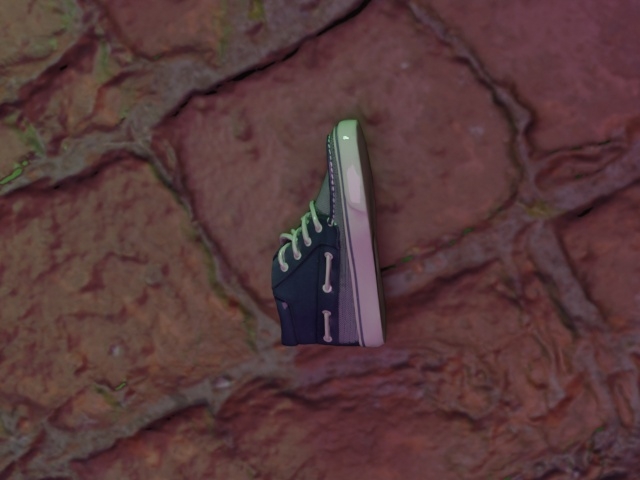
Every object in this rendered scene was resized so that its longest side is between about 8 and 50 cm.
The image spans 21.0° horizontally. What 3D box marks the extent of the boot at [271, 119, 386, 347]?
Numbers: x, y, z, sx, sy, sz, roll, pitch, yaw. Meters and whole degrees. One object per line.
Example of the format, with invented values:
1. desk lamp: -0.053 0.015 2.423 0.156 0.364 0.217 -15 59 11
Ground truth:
1. boot: 0.000 0.000 1.335 0.086 0.069 0.190 -3 112 8
